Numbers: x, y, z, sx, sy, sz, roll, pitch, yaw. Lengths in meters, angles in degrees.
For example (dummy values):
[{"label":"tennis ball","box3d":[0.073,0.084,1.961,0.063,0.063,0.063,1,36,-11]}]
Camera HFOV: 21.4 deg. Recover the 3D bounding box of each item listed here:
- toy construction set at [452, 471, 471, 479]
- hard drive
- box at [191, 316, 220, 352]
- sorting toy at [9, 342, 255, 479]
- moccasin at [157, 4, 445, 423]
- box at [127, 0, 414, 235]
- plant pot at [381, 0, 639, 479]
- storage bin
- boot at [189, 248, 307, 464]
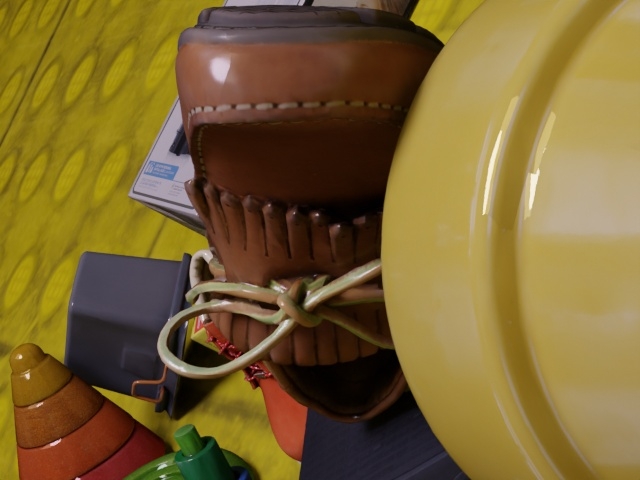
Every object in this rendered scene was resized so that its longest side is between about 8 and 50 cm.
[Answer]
[{"label":"toy construction set","box3d":[0.035,0.280,0.710,0.237,0.257,0.309,121,139,-51]},{"label":"hard drive","box3d":[0.074,0.081,0.962,0.254,0.054,0.172,-37,34,42]},{"label":"box","box3d":[0.000,0.000,1.183,0.232,0.058,0.087,-36,35,43]},{"label":"sorting toy","box3d":[-0.137,0.140,1.168,0.127,0.126,0.365,-34,18,-23]},{"label":"moccasin","box3d":[0.000,0.004,0.795,0.380,0.139,0.147,92,-178,-71]},{"label":"box","box3d":[-0.030,-0.137,1.347,0.290,0.087,0.169,-63,25,-4]},{"label":"plant pot","box3d":[0.184,0.003,0.584,0.239,0.254,0.254,0,64,66]},{"label":"storage bin","box3d":[-0.147,0.071,1.291,0.135,0.091,0.098,104,175,-53]},{"label":"boot","box3d":[-0.039,0.074,1.101,0.059,0.084,0.158,-28,72,42]}]
